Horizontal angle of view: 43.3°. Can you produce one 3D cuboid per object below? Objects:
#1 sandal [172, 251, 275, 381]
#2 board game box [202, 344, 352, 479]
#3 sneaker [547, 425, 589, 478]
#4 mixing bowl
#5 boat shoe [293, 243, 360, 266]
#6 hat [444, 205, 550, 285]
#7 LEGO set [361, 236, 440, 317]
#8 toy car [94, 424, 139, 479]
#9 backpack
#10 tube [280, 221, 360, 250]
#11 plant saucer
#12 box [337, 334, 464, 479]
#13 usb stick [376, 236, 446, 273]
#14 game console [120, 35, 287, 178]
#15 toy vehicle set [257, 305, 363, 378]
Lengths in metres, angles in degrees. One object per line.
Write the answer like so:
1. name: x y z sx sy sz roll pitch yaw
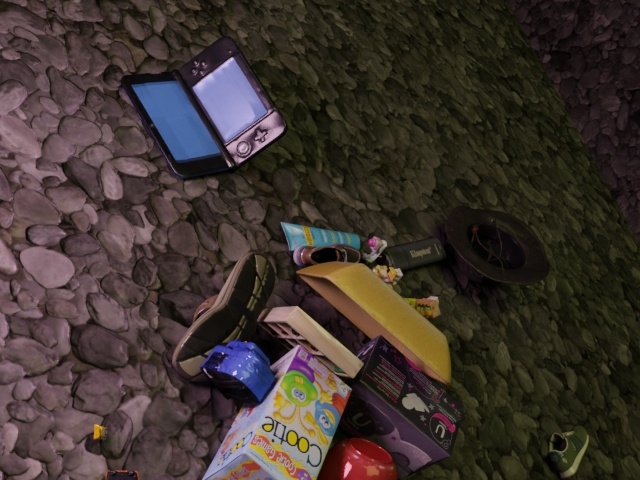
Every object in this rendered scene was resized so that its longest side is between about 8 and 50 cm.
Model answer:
1. sandal: -0.187 0.151 1.563 0.120 0.086 0.303 55 48 -26
2. board game box: -0.072 0.350 1.459 0.142 0.144 0.275 42 37 -9
3. sneaker: 0.640 0.525 2.098 0.086 0.064 0.192 52 39 -4
4. mixing bowl: 0.075 0.432 1.500 0.181 0.098 0.181 24 7 -3
5. boat shoe: 0.028 0.043 1.883 0.183 0.066 0.066 -2 95 -36
6. hat: 0.484 0.049 2.311 0.331 0.134 0.331 15 40 -13
7. LEGO set: 0.155 0.117 1.912 0.107 0.132 0.287 8 30 -35
8. toy car: -0.318 0.347 1.286 0.040 0.060 0.122 44 27 -68
9. backpack: -0.142 0.233 1.454 0.098 0.120 0.101 48 64 -30
10. tube: 0.000 0.000 1.935 0.207 0.052 0.080 6 47 -36
11. plant saucer: 0.122 0.151 1.714 0.333 0.332 0.081 42 81 -9
12. box: 0.143 0.349 1.664 0.247 0.163 0.142 42 40 -8
13. usb stick: 0.246 0.039 2.147 0.278 0.045 0.077 -11 65 -50
14. game console: -0.262 -0.311 1.846 0.293 0.250 0.173 58 11 12
15. toy vehicle set: -0.029 0.196 1.569 0.166 0.267 0.035 41 75 -8
